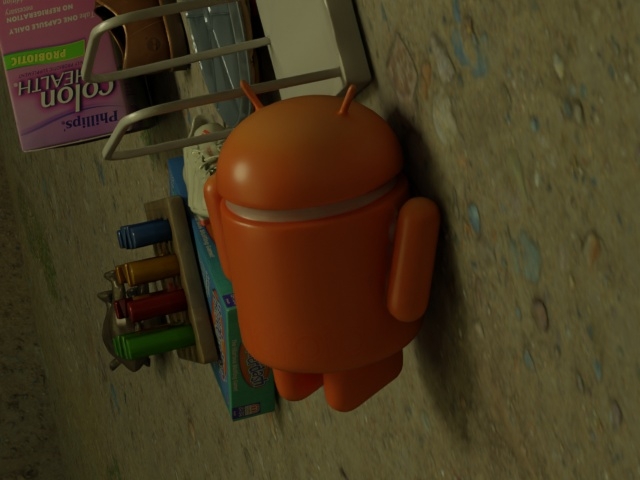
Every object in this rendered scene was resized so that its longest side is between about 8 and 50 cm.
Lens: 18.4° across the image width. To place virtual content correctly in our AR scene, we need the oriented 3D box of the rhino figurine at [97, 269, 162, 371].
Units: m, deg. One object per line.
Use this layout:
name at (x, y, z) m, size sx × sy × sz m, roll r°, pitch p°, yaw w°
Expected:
rhino figurine at (-0.244, 0.112, 2.524) m, size 0.243 × 0.073 × 0.106 m, roll 119°, pitch 139°, yaw -73°

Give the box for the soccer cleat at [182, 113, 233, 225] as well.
soccer cleat at (-0.091, -0.063, 1.747) m, size 0.196 × 0.068 × 0.076 m, roll -135°, pitch 37°, yaw -71°

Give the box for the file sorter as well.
file sorter at (-0.098, -0.209, 1.401) m, size 0.193 × 0.173 × 0.278 m, roll 146°, pitch 109°, yaw -76°

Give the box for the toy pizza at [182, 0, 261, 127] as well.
toy pizza at (-0.080, -0.190, 1.644) m, size 0.201 × 0.032 × 0.201 m, roll 166°, pitch 90°, yaw -77°

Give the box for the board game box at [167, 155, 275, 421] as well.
board game box at (-0.095, 0.043, 1.897) m, size 0.160 × 0.047 × 0.210 m, roll 91°, pitch 161°, yaw -46°

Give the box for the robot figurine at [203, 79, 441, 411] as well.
robot figurine at (0.002, 0.000, 1.297) m, size 0.158 × 0.128 × 0.219 m, roll -128°, pitch 27°, yaw -66°

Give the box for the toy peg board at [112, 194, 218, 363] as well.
toy peg board at (-0.167, 0.045, 1.917) m, size 0.161 × 0.079 × 0.161 m, roll 175°, pitch 82°, yaw -77°

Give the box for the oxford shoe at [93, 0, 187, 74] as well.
oxford shoe at (-0.192, -0.257, 1.951) m, size 0.076 × 0.076 × 0.212 m, roll 99°, pitch 156°, yaw -62°

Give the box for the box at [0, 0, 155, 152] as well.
box at (-0.266, -0.223, 2.081) m, size 0.213 × 0.117 × 0.243 m, roll -74°, pitch -29°, yaw -85°
